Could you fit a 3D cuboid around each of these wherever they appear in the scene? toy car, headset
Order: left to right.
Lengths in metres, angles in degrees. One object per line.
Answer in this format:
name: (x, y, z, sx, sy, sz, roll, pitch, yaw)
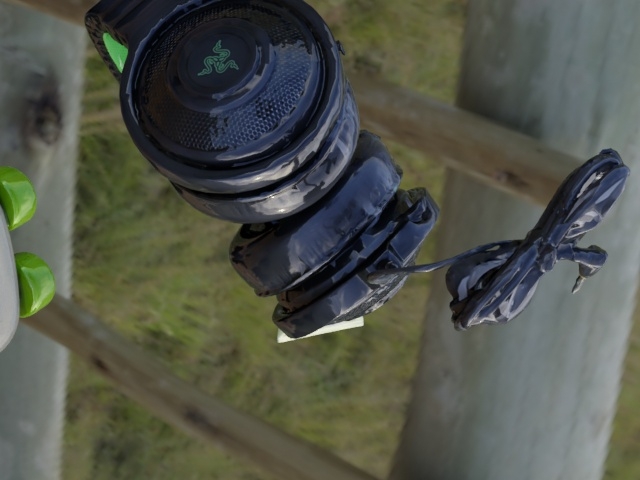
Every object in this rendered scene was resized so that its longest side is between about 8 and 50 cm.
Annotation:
toy car: (-0.340, 0.023, 1.216, 0.155, 0.188, 0.149, -38, 124, -55)
headset: (0.004, -0.056, 0.922, 0.185, 0.394, 0.243, -42, 130, -8)

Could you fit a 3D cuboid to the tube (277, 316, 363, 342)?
tube: (0.000, 0.000, 1.479, 0.062, 0.070, 0.240, -52, 150, -47)
